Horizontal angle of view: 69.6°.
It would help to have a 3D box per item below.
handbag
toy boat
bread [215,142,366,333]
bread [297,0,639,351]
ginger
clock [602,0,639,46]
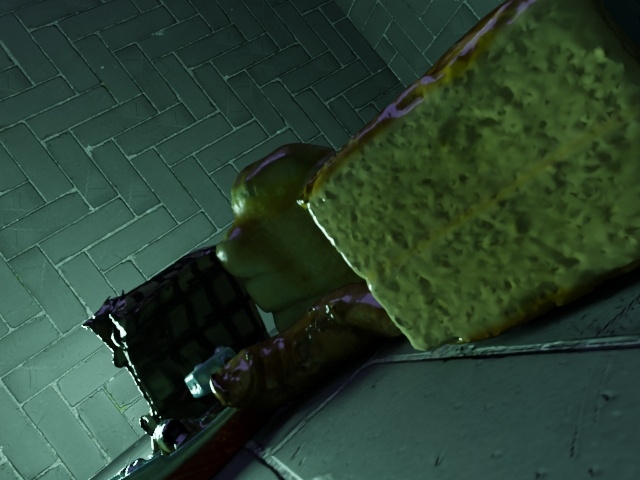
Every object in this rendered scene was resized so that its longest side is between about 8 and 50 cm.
[{"bbox_3d":[-0.242,0.201,0.896,0.163,0.324,0.327,-19,10,29],"label":"handbag"},{"bbox_3d":[-0.190,0.274,0.691,0.332,0.133,0.145,-37,-2,-42],"label":"toy boat"},{"bbox_3d":[0.000,0.000,0.783,0.300,0.341,0.210,-44,4,13],"label":"bread"},{"bbox_3d":[0.177,-0.074,0.429,0.279,0.207,0.279,-38,-2,36],"label":"bread"},{"bbox_3d":[-0.005,0.142,0.635,0.310,0.107,0.133,-33,-19,13],"label":"ginger"},{"bbox_3d":[0.357,-0.227,0.450,0.094,0.223,0.274,-38,-1,-29],"label":"clock"}]
